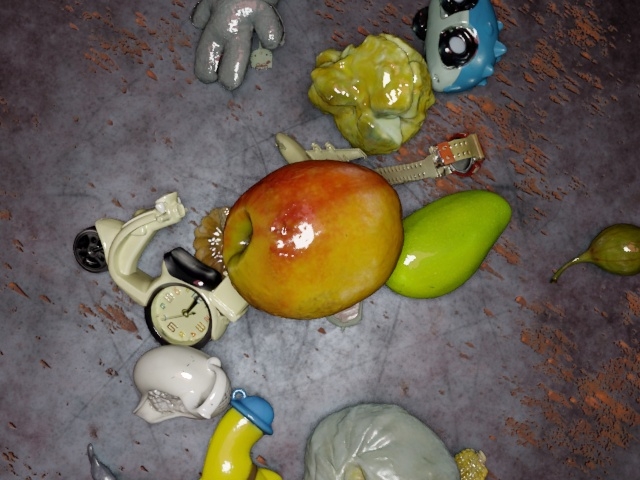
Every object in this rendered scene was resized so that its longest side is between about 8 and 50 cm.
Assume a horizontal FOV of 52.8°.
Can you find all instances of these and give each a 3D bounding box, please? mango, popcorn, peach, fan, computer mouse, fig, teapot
[{"bbox_3d":[0.282,0.003,1.429,0.343,0.156,0.192,-31,95,-9],"label":"mango"},{"bbox_3d":[0.109,-0.316,1.411,0.277,0.225,0.276,5,103,21],"label":"popcorn"},{"bbox_3d":[-0.001,-0.001,1.259,0.373,0.372,0.290,-40,45,-6],"label":"peach"},{"bbox_3d":[-0.141,-0.440,1.510,0.056,0.004,0.083,-7,86,-4],"label":"fan"},{"bbox_3d":[0.061,0.118,1.455,0.089,0.056,0.181,6,92,2],"label":"computer mouse"},{"bbox_3d":[0.642,0.043,1.490,0.236,0.124,0.124,-23,87,18],"label":"fig"},{"bbox_3d":[-0.282,0.303,1.325,0.208,0.300,0.166,48,60,-18],"label":"teapot"}]

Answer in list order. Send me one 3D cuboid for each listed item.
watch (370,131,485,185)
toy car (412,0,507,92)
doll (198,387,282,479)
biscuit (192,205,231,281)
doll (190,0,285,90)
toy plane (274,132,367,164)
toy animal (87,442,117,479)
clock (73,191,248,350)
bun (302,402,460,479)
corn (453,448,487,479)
[{"bbox_3d":[0.240,-0.171,1.411,0.268,0.165,0.102,-16,85,-41],"label":"watch"},{"bbox_3d":[0.321,-0.454,1.454,0.190,0.188,0.255,3,79,-16],"label":"toy car"},{"bbox_3d":[-0.179,0.499,1.368,0.200,0.145,0.362,3,81,-15],"label":"doll"},{"bbox_3d":[-0.226,0.019,1.443,0.118,0.061,0.183,-18,87,-3],"label":"biscuit"},{"bbox_3d":[-0.178,-0.508,1.463,0.246,0.158,0.340,16,100,28],"label":"doll"},{"bbox_3d":[-0.019,-0.147,1.443,0.242,0.104,0.256,-44,85,20],"label":"toy plane"},{"bbox_3d":[-0.370,0.593,1.352,0.367,0.081,0.205,19,106,22],"label":"toy animal"},{"bbox_3d":[-0.330,0.057,1.385,0.379,0.120,0.276,45,108,-1],"label":"clock"},{"bbox_3d":[0.121,0.507,1.325,0.355,0.194,0.354,-3,75,13],"label":"bun"},{"bbox_3d":[0.256,0.569,1.421,0.288,0.086,0.086,-39,89,-4],"label":"corn"}]
